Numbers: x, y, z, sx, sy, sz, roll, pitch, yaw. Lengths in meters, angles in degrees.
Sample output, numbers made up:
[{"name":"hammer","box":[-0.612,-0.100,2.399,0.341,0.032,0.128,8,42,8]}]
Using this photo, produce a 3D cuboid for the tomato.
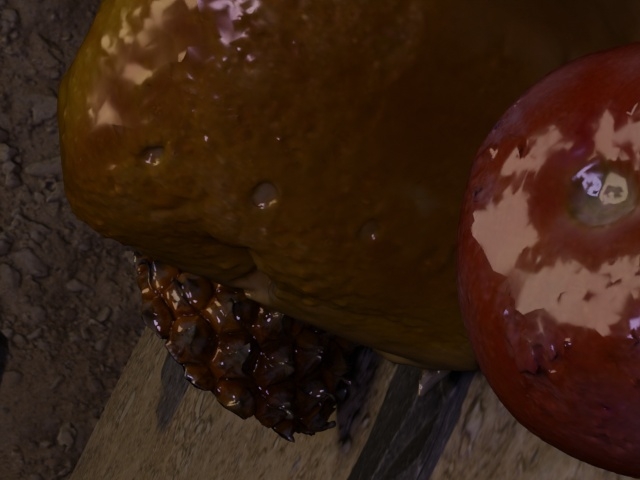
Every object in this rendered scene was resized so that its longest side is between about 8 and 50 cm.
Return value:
[{"name":"tomato","box":[0.168,0.012,0.711,0.208,0.184,0.208,-16,61,31]}]

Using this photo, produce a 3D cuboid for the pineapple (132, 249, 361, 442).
[{"name":"pineapple","box":[0.000,0.000,1.388,0.271,0.262,0.262,-47,21,23]}]

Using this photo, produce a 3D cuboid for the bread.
[{"name":"bread","box":[0.017,-0.076,1.076,0.361,0.394,0.250,-58,31,23]}]
